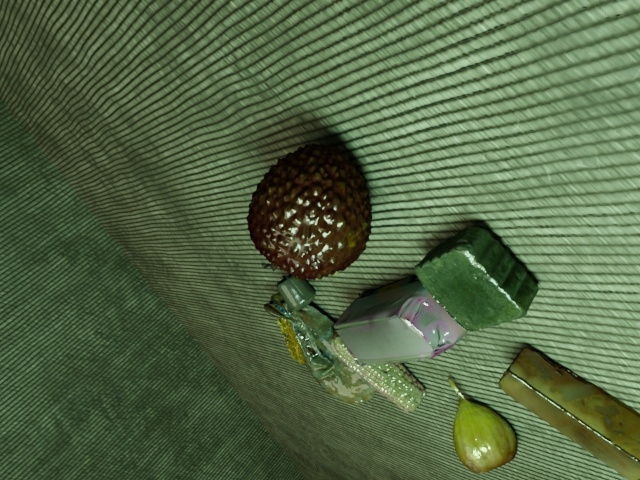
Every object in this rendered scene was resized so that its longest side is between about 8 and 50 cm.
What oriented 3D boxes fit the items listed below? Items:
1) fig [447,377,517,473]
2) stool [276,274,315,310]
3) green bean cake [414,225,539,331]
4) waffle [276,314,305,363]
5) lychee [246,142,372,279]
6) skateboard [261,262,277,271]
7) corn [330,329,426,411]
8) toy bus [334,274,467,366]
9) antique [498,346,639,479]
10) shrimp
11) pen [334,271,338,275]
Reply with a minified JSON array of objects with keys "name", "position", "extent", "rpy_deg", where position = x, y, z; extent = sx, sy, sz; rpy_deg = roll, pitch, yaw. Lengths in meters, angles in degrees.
[{"name":"fig","position":[0.396,0.474,1.408],"extent":[0.257,0.159,0.159],"rpy_deg":[62,152,6]},{"name":"stool","position":[-0.076,0.151,1.632],"extent":[0.110,0.096,0.096],"rpy_deg":[55,150,-4]},{"name":"green bean cake","position":[0.294,0.077,1.042],"extent":[0.183,0.094,0.185],"rpy_deg":[45,147,-2]},{"name":"waffle","position":[-0.049,0.358,1.892],"extent":[0.283,0.065,0.309],"rpy_deg":[45,147,-4]},{"name":"lychee","position":[-0.017,-0.050,1.122],"extent":[0.275,0.275,0.305],"rpy_deg":[26,121,31]},{"name":"skateboard","position":[-0.101,0.061,1.591],"extent":[0.080,0.067,0.151],"rpy_deg":[44,149,-17]},{"name":"corn","position":[0.165,0.368,1.565],"extent":[0.335,0.126,0.126],"rpy_deg":[46,151,-4]},{"name":"toy bus","position":[0.190,0.199,1.274],"extent":[0.171,0.162,0.386],"rpy_deg":[50,151,-5]},{"name":"antique","position":[0.520,0.341,1.092],"extent":[0.309,0.093,0.087],"rpy_deg":[34,149,21]},{"name":"shrimp","position":[0.001,0.334,1.706],"extent":[0.446,0.110,0.221],"rpy_deg":[45,121,9]},{"name":"pen","position":[0.000,0.000,1.407],"extent":[0.040,0.032,0.234],"rpy_deg":[45,161,57]}]
